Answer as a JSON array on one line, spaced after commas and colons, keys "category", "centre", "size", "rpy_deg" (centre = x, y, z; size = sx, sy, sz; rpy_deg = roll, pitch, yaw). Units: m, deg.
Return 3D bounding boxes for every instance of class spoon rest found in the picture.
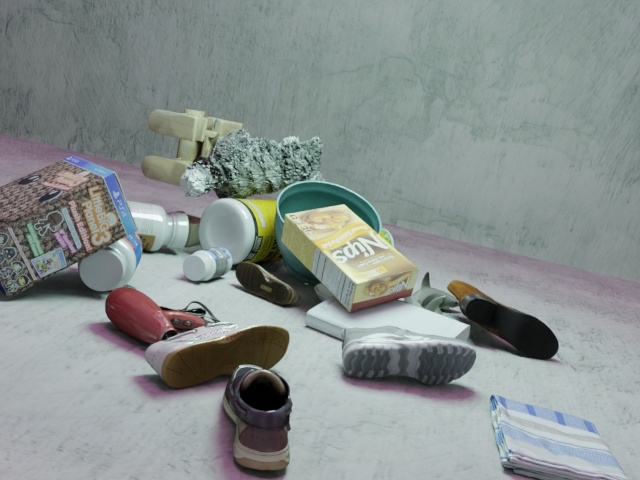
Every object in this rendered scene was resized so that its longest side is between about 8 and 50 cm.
[{"category": "spoon rest", "centre": [0.116, 0.139, 1.920], "size": [0.276, 0.084, 0.137], "rpy_deg": [9, 12, -23]}]

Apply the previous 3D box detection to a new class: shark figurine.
[{"category": "shark figurine", "centre": [0.285, 0.145, 2.023], "size": [0.166, 0.116, 0.278], "rpy_deg": [14, 8, 17]}]

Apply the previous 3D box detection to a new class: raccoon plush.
[{"category": "raccoon plush", "centre": [-0.169, -0.177, 2.182], "size": [0.299, 0.216, 0.446], "rpy_deg": [3, 29, 18]}]

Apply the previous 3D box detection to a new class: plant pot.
[{"category": "plant pot", "centre": [0.000, 0.000, 2.089], "size": [0.293, 0.196, 0.293], "rpy_deg": [12, 39, -9]}]

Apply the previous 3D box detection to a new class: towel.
[{"category": "towel", "centre": [0.396, 0.340, 1.273], "size": [0.209, 0.034, 0.285], "rpy_deg": [14, 10, 6]}]

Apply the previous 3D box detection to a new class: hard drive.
[{"category": "hard drive", "centre": [0.150, 0.189, 1.682], "size": [0.307, 0.040, 0.203], "rpy_deg": [19, 27, 31]}]

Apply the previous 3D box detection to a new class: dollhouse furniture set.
[{"category": "dollhouse furniture set", "centre": [-0.448, -0.208, 2.293], "size": [0.256, 0.394, 0.362], "rpy_deg": [14, 10, 13]}]

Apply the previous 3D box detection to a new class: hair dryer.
[{"category": "hair dryer", "centre": [-0.299, 0.137, 1.448], "size": [0.224, 0.080, 0.293], "rpy_deg": [11, 10, -7]}]

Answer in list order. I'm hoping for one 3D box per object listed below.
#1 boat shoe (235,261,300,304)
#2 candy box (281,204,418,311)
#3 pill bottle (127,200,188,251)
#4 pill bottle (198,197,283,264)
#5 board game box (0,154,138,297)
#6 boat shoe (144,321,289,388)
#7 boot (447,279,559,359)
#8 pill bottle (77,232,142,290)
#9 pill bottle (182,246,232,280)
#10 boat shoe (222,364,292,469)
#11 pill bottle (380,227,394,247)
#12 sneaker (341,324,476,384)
[{"category": "boat shoe", "centre": [-0.131, 0.112, 1.871], "size": [0.190, 0.068, 0.072], "rpy_deg": [31, 7, 34]}, {"category": "candy box", "centre": [0.064, 0.034, 1.809], "size": [0.183, 0.087, 0.316], "rpy_deg": [-12, 37, -32]}, {"category": "pill bottle", "centre": [-0.485, -0.038, 2.057], "size": [0.229, 0.131, 0.131], "rpy_deg": [7, 11, -28]}, {"category": "pill bottle", "centre": [-0.180, -0.027, 2.199], "size": [0.188, 0.188, 0.334], "rpy_deg": [18, 12, 32]}, {"category": "board game box", "centre": [-0.573, -0.040, 1.556], "size": [0.291, 0.141, 0.232], "rpy_deg": [-32, 32, -29]}, {"category": "boat shoe", "centre": [-0.173, 0.180, 1.298], "size": [0.096, 0.098, 0.277], "rpy_deg": [22, 15, 41]}, {"category": "boot", "centre": [0.461, 0.200, 1.943], "size": [0.264, 0.096, 0.280], "rpy_deg": [20, 6, 0]}, {"category": "pill bottle", "centre": [-0.465, 0.040, 1.663], "size": [0.124, 0.124, 0.221], "rpy_deg": [10, 10, -10]}, {"category": "pill bottle", "centre": [-0.285, 0.060, 1.899], "size": [0.078, 0.078, 0.137], "rpy_deg": [15, 10, 17]}, {"category": "boat shoe", "centre": [-0.087, 0.234, 1.107], "size": [0.103, 0.092, 0.285], "rpy_deg": [10, 10, -9]}, {"category": "pill bottle", "centre": [0.109, 0.019, 2.438], "size": [0.246, 0.136, 0.136], "rpy_deg": [3, 13, -40]}, {"category": "sneaker", "centre": [0.173, 0.205, 1.477], "size": [0.281, 0.105, 0.115], "rpy_deg": [9, 30, -17]}]
